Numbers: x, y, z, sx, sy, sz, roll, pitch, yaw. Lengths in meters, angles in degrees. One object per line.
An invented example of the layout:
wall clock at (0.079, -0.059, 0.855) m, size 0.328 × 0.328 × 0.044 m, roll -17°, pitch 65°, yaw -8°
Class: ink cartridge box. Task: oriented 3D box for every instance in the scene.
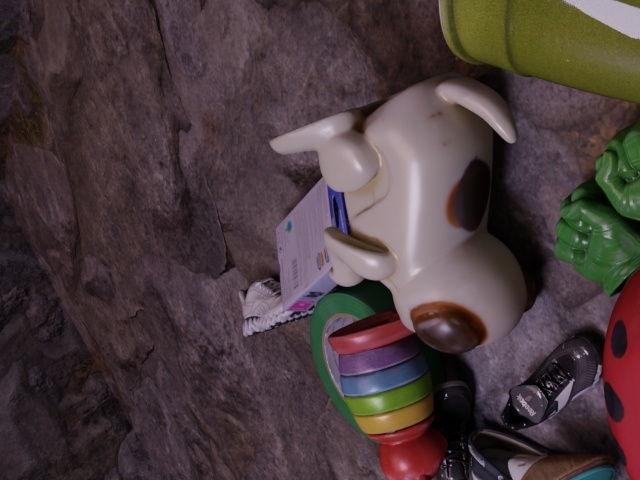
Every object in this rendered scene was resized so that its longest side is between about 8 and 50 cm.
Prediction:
ink cartridge box at (0.000, 0.000, 1.785) m, size 0.311 × 0.065 × 0.185 m, roll 133°, pitch 136°, yaw -57°

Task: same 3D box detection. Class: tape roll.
tape roll at (0.106, 0.239, 1.820) m, size 0.321 × 0.077 × 0.321 m, roll 34°, pitch 135°, yaw 42°

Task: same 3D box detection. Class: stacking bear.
stacking bear at (0.129, 0.276, 1.585) m, size 0.175 × 0.164 × 0.289 m, roll -13°, pitch 95°, yaw 69°

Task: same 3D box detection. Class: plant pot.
plant pot at (0.366, -0.279, 0.918) m, size 0.353 × 0.366 × 0.366 m, roll 32°, pitch 135°, yaw 27°

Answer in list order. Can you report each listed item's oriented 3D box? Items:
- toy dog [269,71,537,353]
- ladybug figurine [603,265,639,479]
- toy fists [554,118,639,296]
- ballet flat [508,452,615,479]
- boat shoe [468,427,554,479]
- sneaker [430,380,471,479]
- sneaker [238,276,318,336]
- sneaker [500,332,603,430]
toy dog at (0.179, -0.032, 1.418) m, size 0.395 × 0.285 × 0.407 m, roll -15°, pitch 98°, yaw 39°
ladybug figurine at (0.474, 0.217, 1.149) m, size 0.305 × 0.162 × 0.449 m, roll 4°, pitch 116°, yaw 57°
toy fists at (0.397, -0.048, 1.206) m, size 0.142 × 0.096 × 0.279 m, roll 54°, pitch 147°, yaw 22°
ballet flat at (0.313, 0.412, 1.435) m, size 0.342 × 0.116 × 0.124 m, roll -62°, pitch 33°, yaw 28°
boat shoe at (0.350, 0.392, 1.523) m, size 0.303 × 0.114 × 0.091 m, roll 10°, pitch 123°, yaw 52°
sneaker at (0.238, 0.351, 1.654) m, size 0.118 × 0.083 × 0.222 m, roll -102°, pitch 7°, yaw -46°
sneaker at (-0.105, 0.134, 2.046) m, size 0.292 × 0.110 × 0.118 m, roll -24°, pitch 80°, yaw 57°
sneaker at (0.349, 0.230, 1.432) m, size 0.078 × 0.106 × 0.234 m, roll 52°, pitch 145°, yaw 21°
